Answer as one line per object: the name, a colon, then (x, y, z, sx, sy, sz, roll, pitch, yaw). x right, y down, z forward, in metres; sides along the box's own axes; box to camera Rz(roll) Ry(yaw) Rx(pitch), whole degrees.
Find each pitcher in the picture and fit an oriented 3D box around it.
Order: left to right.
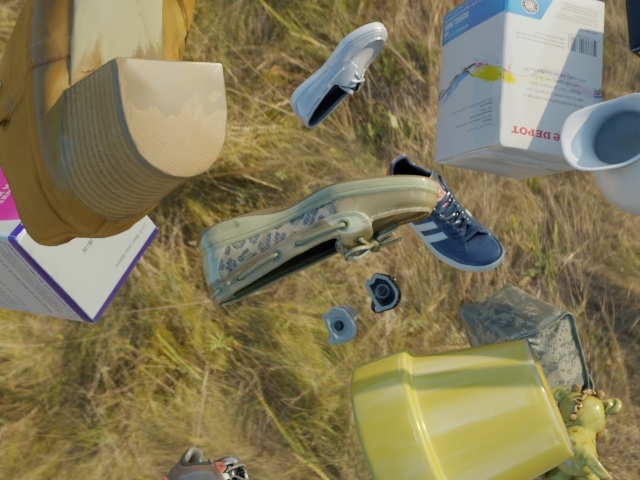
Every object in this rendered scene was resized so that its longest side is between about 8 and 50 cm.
pitcher: (0.405, -0.111, 0.894, 0.177, 0.207, 0.126, -23, 63, 32)

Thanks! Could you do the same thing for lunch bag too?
lunch bag: (0.450, 0.269, 1.618, 0.168, 0.235, 0.287, -24, 108, -11)

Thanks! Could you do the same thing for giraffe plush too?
giraffe plush: (0.475, 0.363, 1.415, 0.181, 0.210, 0.170, 23, 60, 15)

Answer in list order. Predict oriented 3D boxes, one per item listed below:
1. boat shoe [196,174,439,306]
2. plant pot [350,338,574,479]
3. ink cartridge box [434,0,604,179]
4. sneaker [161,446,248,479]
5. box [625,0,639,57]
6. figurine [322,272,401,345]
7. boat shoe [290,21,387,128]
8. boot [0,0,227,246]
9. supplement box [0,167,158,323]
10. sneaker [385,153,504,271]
boat shoe: (0.000, 0.000, 0.841, 0.285, 0.104, 0.089, -17, 74, 19)
plant pot: (0.199, 0.252, 1.024, 0.239, 0.254, 0.254, -23, 69, 15)
ink cartridge box: (0.281, -0.220, 1.080, 0.171, 0.168, 0.233, 7, 84, -22)
sneaker: (-0.087, 0.228, 0.680, 0.157, 0.061, 0.065, 13, 67, 41)
box: (0.853, -0.545, 1.736, 0.182, 0.294, 0.297, -16, 67, 50)
figurine: (0.103, 0.161, 1.864, 0.215, 0.209, 0.092, -38, 87, 8)
boat shoe: (0.033, -0.238, 1.104, 0.184, 0.066, 0.063, -38, 62, 17)
boot: (-0.131, -0.148, 0.408, 0.211, 0.104, 0.295, -8, 82, 52)
supplement box: (-0.280, -0.011, 0.684, 0.220, 0.114, 0.111, 2, 49, 32)
sneaker: (0.272, -0.070, 1.711, 0.131, 0.148, 0.350, -38, 60, -22)
